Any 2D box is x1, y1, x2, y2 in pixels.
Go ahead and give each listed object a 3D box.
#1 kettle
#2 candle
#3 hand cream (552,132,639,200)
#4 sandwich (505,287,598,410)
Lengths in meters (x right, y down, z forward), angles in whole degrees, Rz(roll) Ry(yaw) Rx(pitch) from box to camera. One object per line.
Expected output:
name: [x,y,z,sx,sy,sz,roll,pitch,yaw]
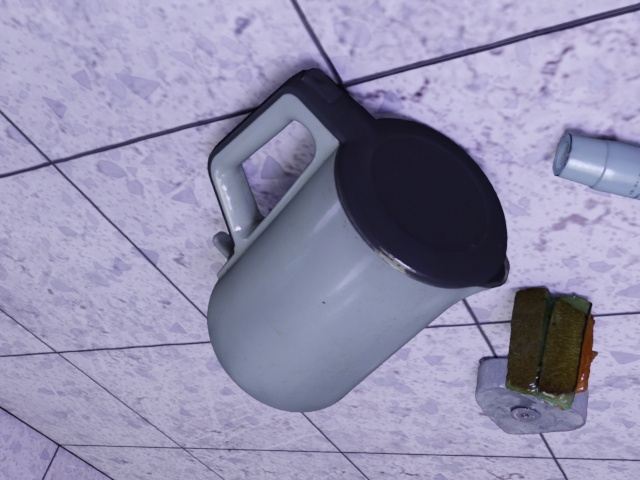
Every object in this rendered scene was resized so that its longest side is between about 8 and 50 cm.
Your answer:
kettle: [0.000,0.000,0.907,0.361,0.250,0.377,49,138,5]
candle: [0.353,0.276,1.228,0.192,0.068,0.168,17,145,5]
hand cream: [0.425,-0.051,0.781,0.331,0.058,0.085,16,142,1]
sandwich: [0.326,0.171,1.009,0.109,0.185,0.160,5,139,28]
